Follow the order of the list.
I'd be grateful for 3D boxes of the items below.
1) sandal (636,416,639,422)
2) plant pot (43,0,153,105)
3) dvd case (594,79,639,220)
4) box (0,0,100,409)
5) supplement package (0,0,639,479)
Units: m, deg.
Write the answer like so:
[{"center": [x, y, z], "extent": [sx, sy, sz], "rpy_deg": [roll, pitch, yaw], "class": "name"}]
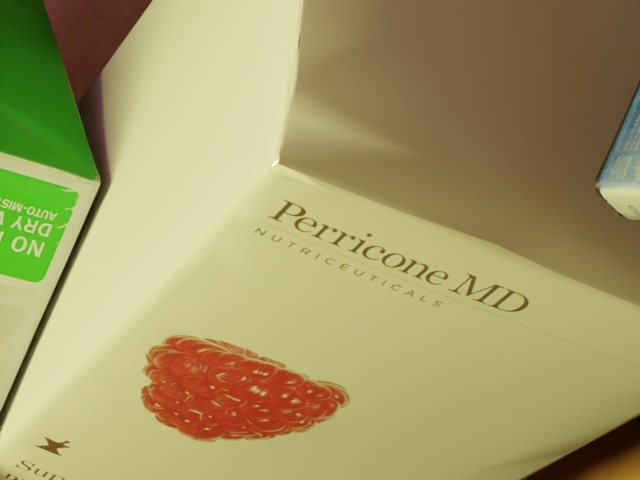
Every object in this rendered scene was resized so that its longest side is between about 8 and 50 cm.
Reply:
[{"center": [0.136, 0.019, 0.586], "extent": [0.090, 0.060, 0.219], "rpy_deg": [-46, 26, 11], "class": "sandal"}, {"center": [-0.123, -0.127, 0.949], "extent": [0.334, 0.334, 0.305], "rpy_deg": [-11, 57, 53], "class": "plant pot"}, {"center": [0.200, -0.079, 0.373], "extent": [0.253, 0.022, 0.180], "rpy_deg": [6, 64, 51], "class": "dvd case"}, {"center": [-0.207, -0.003, 0.673], "extent": [0.231, 0.127, 0.262], "rpy_deg": [-62, 28, 21], "class": "box"}, {"center": [0.000, 0.000, 0.598], "extent": [0.293, 0.177, 0.175], "rpy_deg": [-43, 33, 50], "class": "supplement package"}]
